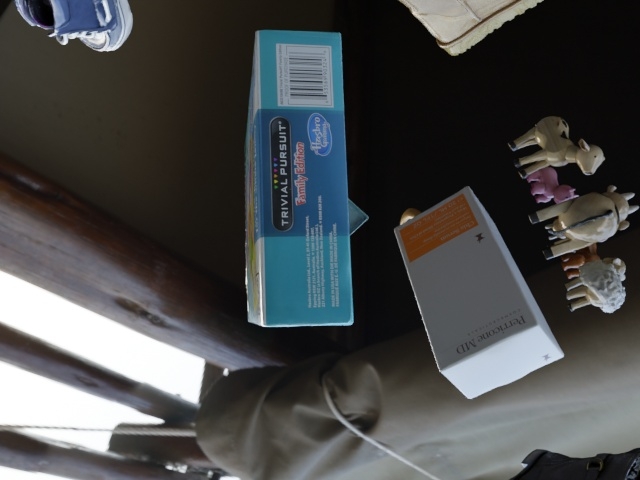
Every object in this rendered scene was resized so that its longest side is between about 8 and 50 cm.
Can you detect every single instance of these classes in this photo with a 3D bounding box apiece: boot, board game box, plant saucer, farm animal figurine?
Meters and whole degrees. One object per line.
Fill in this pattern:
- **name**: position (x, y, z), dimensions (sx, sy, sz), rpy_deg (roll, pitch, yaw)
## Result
- **boot**: position (0.440, 0.456, 0.996), dimensions (0.263, 0.091, 0.229), rpy_deg (-40, -172, -34)
- **boot**: position (-0.205, -0.193, 0.460), dimensions (0.086, 0.069, 0.190), rpy_deg (-64, -173, -18)
- **board game box**: position (-0.041, -0.034, 0.632), dimensions (0.336, 0.079, 0.253), rpy_deg (141, -52, -78)
- **plant saucer**: position (0.000, 0.000, 1.048), dimensions (0.192, 0.018, 0.067), rpy_deg (-43, -105, -13)
- **boot**: position (0.141, -0.350, 0.623), dimensions (0.236, 0.270, 0.089), rpy_deg (-36, -140, 34)
- **farm animal figurine**: position (0.497, -0.070, 1.070), dimensions (0.172, 0.330, 0.327), rpy_deg (-24, -169, 27)

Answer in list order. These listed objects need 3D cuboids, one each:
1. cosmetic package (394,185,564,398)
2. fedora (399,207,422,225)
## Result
- **cosmetic package**: position (0.350, 0.107, 1.334), dimensions (0.230, 0.161, 0.453), rpy_deg (-32, -140, 18)
- **fedora**: position (0.307, -0.008, 1.651), dimensions (0.079, 0.194, 0.194), rpy_deg (-19, -150, -22)
